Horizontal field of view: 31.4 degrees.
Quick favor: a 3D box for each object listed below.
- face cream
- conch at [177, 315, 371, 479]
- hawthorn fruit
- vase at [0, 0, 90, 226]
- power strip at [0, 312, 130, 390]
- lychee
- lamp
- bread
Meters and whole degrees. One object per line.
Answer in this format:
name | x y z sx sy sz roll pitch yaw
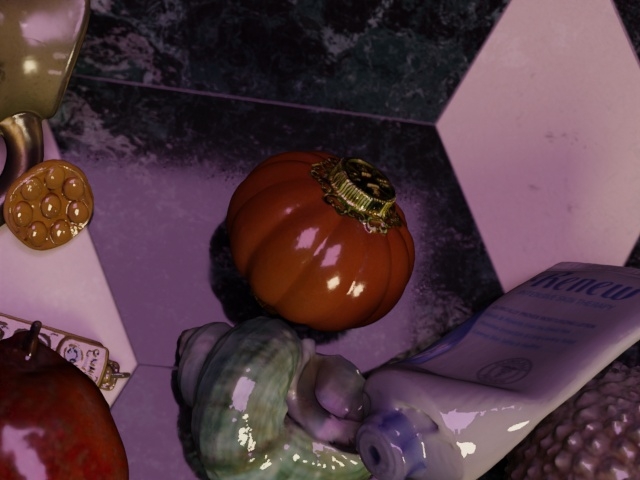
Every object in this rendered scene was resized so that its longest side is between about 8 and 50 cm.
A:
face cream | 0.212 0.130 1.231 0.420 0.234 0.137 -29 109 -30
conch | -0.053 0.180 1.251 0.277 0.195 0.220 30 49 19
hawthorn fruit | -0.294 0.200 1.165 0.208 0.208 0.248 3 97 -10
vase | -0.404 -0.161 1.237 0.302 0.241 0.329 -14 110 -26
power strip | -0.360 0.111 1.262 0.305 0.044 0.064 18 76 -8
lychee | 0.338 0.282 1.229 0.300 0.300 0.300 2 79 -10
lamp | 0.000 0.000 1.272 0.223 0.223 0.196 38 119 -2
bread | -0.304 -0.039 1.281 0.110 0.024 0.110 -18 123 -31
